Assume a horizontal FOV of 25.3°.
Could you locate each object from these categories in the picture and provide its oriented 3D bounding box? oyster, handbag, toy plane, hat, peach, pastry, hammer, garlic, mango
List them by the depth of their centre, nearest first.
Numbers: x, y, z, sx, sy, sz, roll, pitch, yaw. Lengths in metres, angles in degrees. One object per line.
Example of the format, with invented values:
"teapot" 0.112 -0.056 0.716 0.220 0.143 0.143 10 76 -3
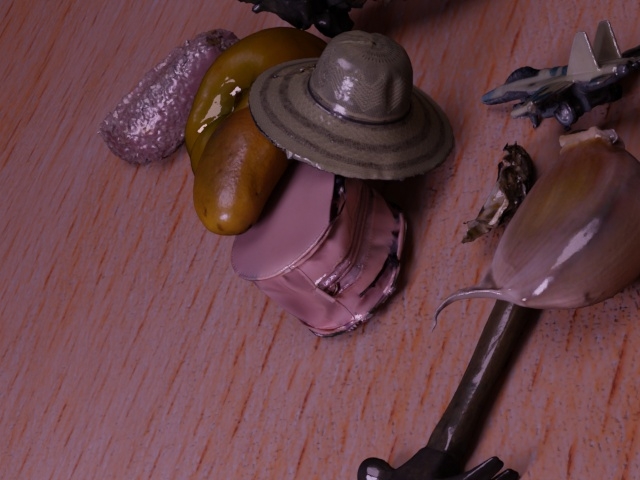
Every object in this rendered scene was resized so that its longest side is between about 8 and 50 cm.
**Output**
"garlic" 0.234 0.011 1.375 0.266 0.128 0.148 -43 11 -22
"hammer" 0.188 0.074 1.445 0.168 0.044 0.440 4 61 48
"oyster" 0.200 -0.054 1.534 0.103 0.051 0.148 122 172 -54
"toy plane" 0.258 -0.163 1.554 0.192 0.088 0.262 -27 0 -27
"handbag" 0.001 0.001 1.639 0.179 0.116 0.205 -28 35 31
"hat" 0.046 -0.183 1.640 0.252 0.252 0.110 -105 24 -49
"mango" -0.094 -0.080 1.663 0.115 0.090 0.178 -9 51 48
"peach" -0.071 -0.157 1.840 0.251 0.153 0.251 -39 36 36
"pastry" -0.217 -0.198 2.055 0.265 0.103 0.112 -40 19 20

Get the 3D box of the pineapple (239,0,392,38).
"pineapple" 0.053 -0.374 1.849 0.357 0.223 0.223 -35 38 19
